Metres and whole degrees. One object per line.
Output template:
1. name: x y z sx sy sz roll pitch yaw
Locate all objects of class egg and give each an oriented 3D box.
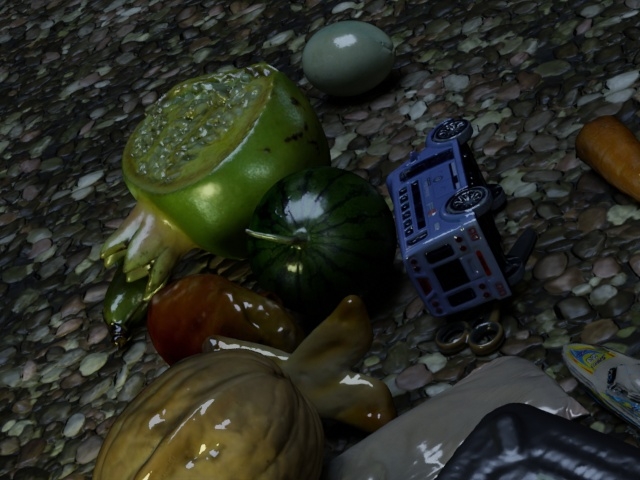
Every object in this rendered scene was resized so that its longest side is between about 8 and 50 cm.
1. egg: 0.043 -0.275 2.511 0.152 0.114 0.114 -9 35 33

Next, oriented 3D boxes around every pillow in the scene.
1. pillow: 0.137 0.218 1.758 0.270 0.067 0.173 -32 29 -6

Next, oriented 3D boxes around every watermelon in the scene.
1. watermelon: 0.000 0.000 2.052 0.188 0.188 0.214 -22 -9 9

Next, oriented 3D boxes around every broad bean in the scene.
1. broad bean: -0.252 0.035 2.328 0.077 0.061 0.339 -26 29 24
2. broad bean: -0.110 0.108 2.020 0.228 0.156 0.122 3 29 37

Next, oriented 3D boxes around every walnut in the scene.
1. walnut: -0.121 0.240 1.784 0.261 0.225 0.225 -46 34 -10

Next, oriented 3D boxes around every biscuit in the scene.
1. biscuit: -0.024 0.163 1.893 0.207 0.164 0.047 -16 0 19

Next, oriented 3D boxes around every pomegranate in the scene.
1. pomegranate: -0.133 -0.063 2.254 0.359 0.216 0.309 -55 36 -10

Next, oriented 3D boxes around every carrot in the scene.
1. carrot: 0.383 -0.087 2.023 0.072 0.072 0.205 -30 33 -5

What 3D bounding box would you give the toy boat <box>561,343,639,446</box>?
1. toy boat: 0.314 0.149 1.726 0.084 0.066 0.210 -35 31 -16

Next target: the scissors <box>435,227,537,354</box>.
1. scissors: 0.212 0.058 1.987 0.088 0.017 0.220 -3 38 38

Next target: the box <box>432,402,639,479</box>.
1. box: 0.208 0.299 1.545 0.289 0.073 0.290 21 56 37

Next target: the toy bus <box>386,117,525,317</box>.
1. toy bus: 0.157 -0.031 2.040 0.133 0.125 0.292 -23 27 10
